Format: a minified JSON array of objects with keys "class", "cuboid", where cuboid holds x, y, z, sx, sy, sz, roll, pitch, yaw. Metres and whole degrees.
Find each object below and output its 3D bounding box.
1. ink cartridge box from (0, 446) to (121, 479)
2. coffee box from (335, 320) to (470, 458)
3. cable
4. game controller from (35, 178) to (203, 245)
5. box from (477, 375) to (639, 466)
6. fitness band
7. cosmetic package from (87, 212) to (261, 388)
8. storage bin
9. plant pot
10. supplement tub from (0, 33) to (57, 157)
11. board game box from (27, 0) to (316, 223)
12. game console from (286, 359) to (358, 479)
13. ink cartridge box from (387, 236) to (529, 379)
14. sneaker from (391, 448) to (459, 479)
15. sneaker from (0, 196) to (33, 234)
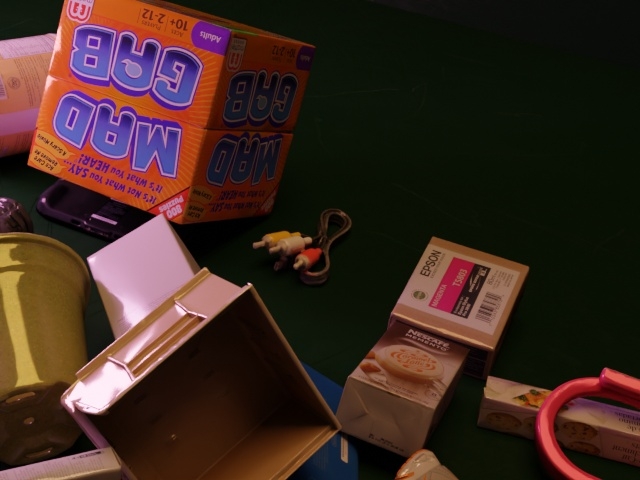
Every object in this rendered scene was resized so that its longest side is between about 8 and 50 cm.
[{"class":"ink cartridge box","cuboid":[-0.354,0.363,1.344,0.224,0.223,0.045,-8,35,-29]},{"class":"coffee box","cuboid":[0.132,0.230,1.765,0.141,0.098,0.246,21,21,13]},{"class":"cable","cuboid":[0.000,0.000,2.183,0.139,0.072,0.287,30,36,22]},{"class":"game controller","cuboid":[-0.393,-0.056,2.201,0.319,0.067,0.166,18,46,16]},{"class":"box","cuboid":[0.416,0.296,1.807,0.324,0.067,0.063,14,32,7]},{"class":"fitness band","cuboid":[0.472,0.316,1.720,0.290,0.054,0.209,22,62,13]},{"class":"cosmetic package","cuboid":[-0.220,0.135,1.702,0.155,0.197,0.365,-32,33,-3]},{"class":"storage bin","cuboid":[-0.153,0.219,1.452,0.260,0.262,0.123,-41,32,-18]},{"class":"plant pot","cuboid":[-0.442,0.174,1.632,0.276,0.276,0.254,-6,45,-24]},{"class":"supplement tub","cuboid":[-0.621,-0.305,2.362,0.331,0.241,0.241,-16,39,-36]},{"class":"board game box","cuboid":[-0.279,-0.262,2.165,0.356,0.356,0.356,21,13,22]},{"class":"game console","cuboid":[-0.088,0.313,1.687,0.250,0.173,0.293,35,27,-18]},{"class":"ink cartridge box","cuboid":[0.246,0.116,2.002,0.193,0.088,0.235,18,44,14]},{"class":"sneaker","cuboid":[0.124,0.389,1.553,0.121,0.099,0.262,31,38,25]},{"class":"sneaker","cuboid":[-0.557,0.002,2.000,0.147,0.105,0.295,-26,41,-36]}]
